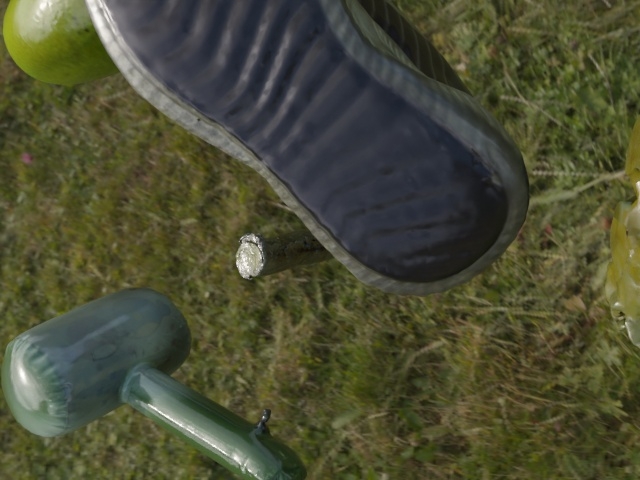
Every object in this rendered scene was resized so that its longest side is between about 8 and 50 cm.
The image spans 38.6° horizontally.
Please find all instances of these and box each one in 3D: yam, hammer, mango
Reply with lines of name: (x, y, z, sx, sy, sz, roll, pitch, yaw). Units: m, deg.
yam: (0.000, 0.000, 0.602, 0.027, 0.129, 0.033, 39, 124, 29)
hammer: (-0.153, 0.163, 0.932, 0.335, 0.206, 0.119, 23, 122, 30)
mango: (-0.208, -0.249, 0.919, 0.273, 0.185, 0.149, -32, 97, 12)

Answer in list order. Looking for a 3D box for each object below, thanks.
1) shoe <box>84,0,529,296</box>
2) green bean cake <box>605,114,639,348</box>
shoe: (-0.005, -0.078, 0.393, 0.099, 0.112, 0.227, -41, 97, 19)
green bean cake: (0.339, -0.012, 0.705, 0.202, 0.310, 0.285, 15, 106, -1)
